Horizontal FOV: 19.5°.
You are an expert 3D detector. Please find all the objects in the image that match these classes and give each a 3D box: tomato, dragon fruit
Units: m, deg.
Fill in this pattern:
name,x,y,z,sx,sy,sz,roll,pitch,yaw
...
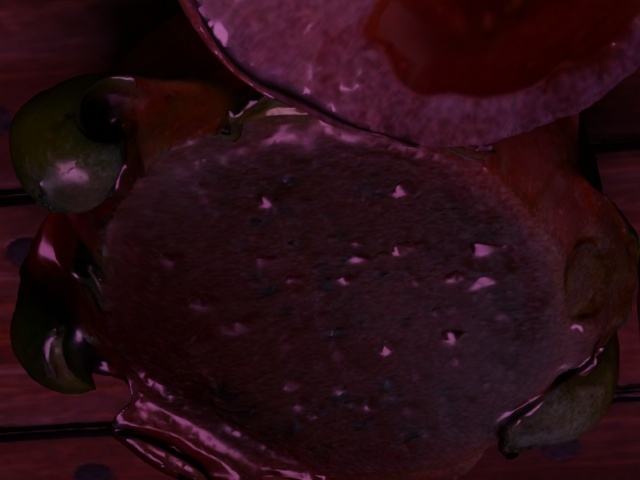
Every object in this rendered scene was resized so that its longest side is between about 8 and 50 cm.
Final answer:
name,x,y,z,sx,sy,sz,roll,pitch,yaw
tomato,0.024,-0.141,0.649,0.199,0.112,0.228,-47,120,0
dragon fruit,0.000,0.000,0.793,0.268,0.130,0.295,-35,124,29

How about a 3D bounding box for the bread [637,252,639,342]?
name,x,y,z,sx,sy,sz,roll,pitch,yaw
bread,0.317,0.040,0.664,0.398,0.398,0.215,13,121,-11
